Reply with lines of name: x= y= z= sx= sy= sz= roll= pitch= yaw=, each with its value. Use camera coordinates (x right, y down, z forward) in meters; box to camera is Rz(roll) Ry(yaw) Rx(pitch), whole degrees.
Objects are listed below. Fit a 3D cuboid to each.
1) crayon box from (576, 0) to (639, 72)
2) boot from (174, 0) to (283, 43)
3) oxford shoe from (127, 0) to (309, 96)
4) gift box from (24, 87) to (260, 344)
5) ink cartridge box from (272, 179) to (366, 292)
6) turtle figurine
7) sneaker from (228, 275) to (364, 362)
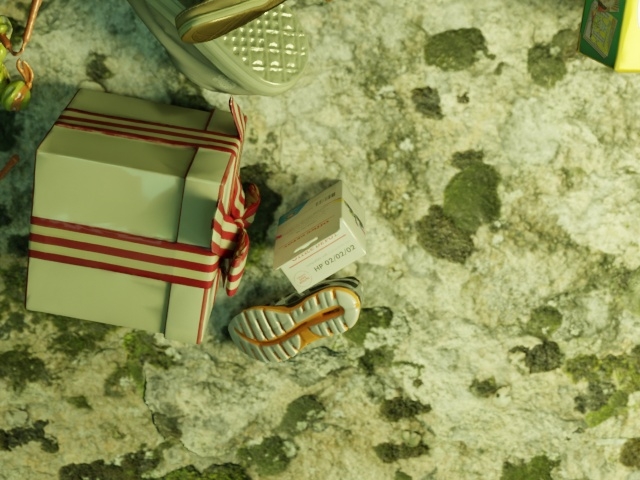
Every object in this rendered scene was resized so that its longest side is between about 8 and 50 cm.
crayon box: x=0.480 y=-0.378 z=1.390 sx=0.313 sy=0.106 sz=0.363 roll=-1 pitch=113 yaw=-15
boot: x=-0.115 y=-0.327 z=1.379 sx=0.077 sy=0.213 sz=0.165 roll=-23 pitch=100 yaw=50
oxford shoe: x=-0.199 y=-0.340 z=1.453 sx=0.449 sy=0.130 sz=0.169 roll=48 pitch=62 yaw=-15
gift box: x=-0.208 y=-0.046 z=1.502 sx=0.258 sy=0.255 sz=0.276 roll=11 pitch=122 yaw=-2
ink cartridge box: x=0.000 y=0.000 z=1.557 sx=0.104 sy=0.181 sz=0.062 roll=-31 pitch=108 yaw=14
turtle figurine: x=-0.449 y=-0.221 z=1.531 sx=0.217 sy=0.087 sz=0.270 roll=23 pitch=120 yaw=0
sneaker: x=-0.029 y=0.105 z=1.661 sx=0.214 sy=0.083 sz=0.084 roll=-16 pitch=107 yaw=27
